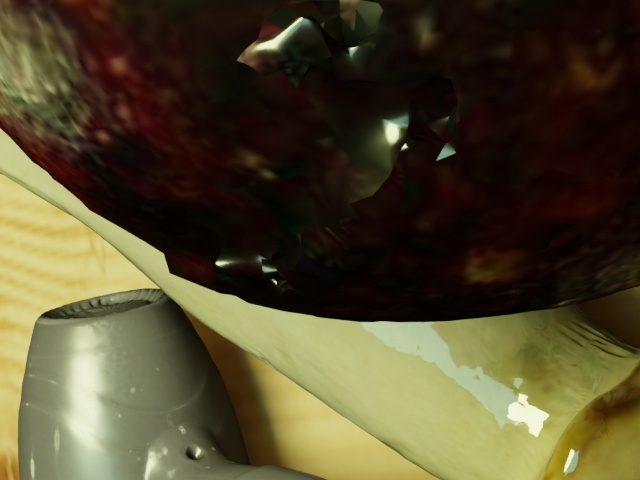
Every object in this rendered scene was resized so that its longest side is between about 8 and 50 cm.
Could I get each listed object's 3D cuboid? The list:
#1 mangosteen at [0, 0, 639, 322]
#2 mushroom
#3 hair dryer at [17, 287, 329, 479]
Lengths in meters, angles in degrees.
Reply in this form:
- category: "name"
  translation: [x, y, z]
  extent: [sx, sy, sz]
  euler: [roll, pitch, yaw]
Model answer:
- category: "mangosteen"
  translation: [0.050, -0.177, 0.433]
  extent: [0.381, 0.381, 0.421]
  euler: [38, 130, 22]
- category: "mushroom"
  translation: [0.003, -0.009, 0.656]
  extent: [0.407, 0.137, 0.154]
  euler: [35, 89, 20]
- category: "hair dryer"
  translation: [-0.019, 0.181, 0.637]
  extent: [0.361, 0.121, 0.301]
  euler: [2, 103, 55]
